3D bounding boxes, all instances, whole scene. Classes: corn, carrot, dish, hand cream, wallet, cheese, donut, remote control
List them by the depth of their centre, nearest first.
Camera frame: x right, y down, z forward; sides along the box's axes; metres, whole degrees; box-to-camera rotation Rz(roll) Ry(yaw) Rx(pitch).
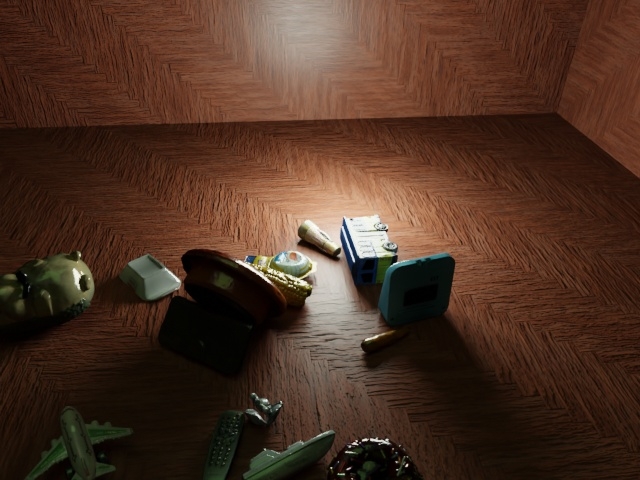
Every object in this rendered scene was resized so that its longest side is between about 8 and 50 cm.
[{"bbox_3d":[0.118,0.557,1.239,0.230,0.095,0.216,-24,31,-17],"label":"donut"},{"bbox_3d":[-0.247,0.530,1.345,0.072,0.042,0.222,5,34,5],"label":"remote control"},{"bbox_3d":[-0.353,0.286,1.601,0.310,0.042,0.165,17,83,23],"label":"wallet"},{"bbox_3d":[0.213,0.308,1.672,0.191,0.047,0.047,-17,39,-25],"label":"carrot"},{"bbox_3d":[-0.207,0.146,1.828,0.364,0.120,0.120,11,36,12],"label":"corn"},{"bbox_3d":[-0.609,0.126,1.891,0.154,0.064,0.234,-29,46,-36],"label":"dish"},{"bbox_3d":[-0.149,0.093,1.945,0.271,0.069,0.177,3,35,2],"label":"cheese"},{"bbox_3d":[0.000,0.000,2.084,0.084,0.084,0.203,-28,51,-35],"label":"hand cream"}]

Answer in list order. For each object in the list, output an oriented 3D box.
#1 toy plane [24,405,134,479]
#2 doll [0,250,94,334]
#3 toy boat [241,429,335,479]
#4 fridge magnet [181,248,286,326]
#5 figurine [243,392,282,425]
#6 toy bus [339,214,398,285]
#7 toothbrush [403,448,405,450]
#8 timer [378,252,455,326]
[{"bbox_3d":[-0.602,0.514,1.310,0.251,0.101,0.255,-20,37,-27],"label":"toy plane"},{"bbox_3d":[-0.909,0.172,1.672,0.350,0.247,0.247,-23,41,-19],"label":"doll"},{"bbox_3d":[-0.076,0.537,1.308,0.261,0.078,0.085,-19,55,-23],"label":"toy boat"},{"bbox_3d":[-0.276,0.150,1.638,0.364,0.363,0.155,17,63,21],"label":"fridge magnet"},{"bbox_3d":[-0.158,0.456,1.418,0.086,0.094,0.082,31,77,-7],"label":"figurine"},{"bbox_3d":[0.179,0.030,1.985,0.175,0.138,0.287,-4,36,-9],"label":"toy bus"},{"bbox_3d":[0.138,0.628,1.230,0.030,0.025,0.342,14,37,20],"label":"toothbrush"},{"bbox_3d":[0.313,0.148,1.725,0.232,0.249,0.091,-9,38,-15],"label":"timer"}]
